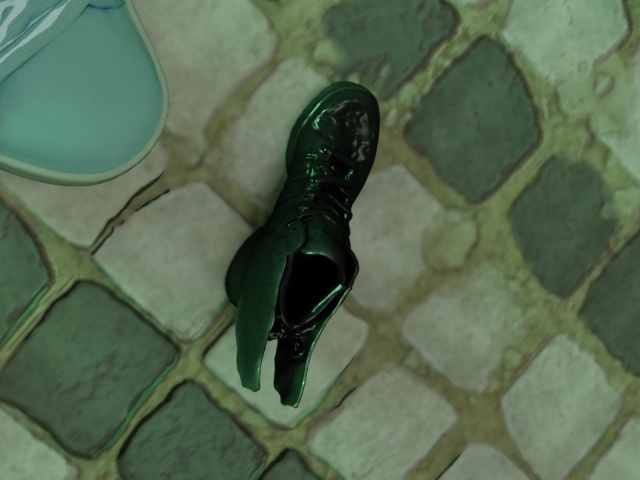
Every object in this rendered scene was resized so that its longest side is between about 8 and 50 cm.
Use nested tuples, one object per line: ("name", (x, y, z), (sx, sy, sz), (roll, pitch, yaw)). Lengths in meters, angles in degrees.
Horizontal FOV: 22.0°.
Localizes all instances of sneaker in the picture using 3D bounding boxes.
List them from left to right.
("sneaker", (-0.197, -0.149, 0.734), (0.135, 0.150, 0.366), (-48, 114, -4))
("sneaker", (-0.002, -0.001, 0.880), (0.051, 0.089, 0.170), (27, 92, -25))
